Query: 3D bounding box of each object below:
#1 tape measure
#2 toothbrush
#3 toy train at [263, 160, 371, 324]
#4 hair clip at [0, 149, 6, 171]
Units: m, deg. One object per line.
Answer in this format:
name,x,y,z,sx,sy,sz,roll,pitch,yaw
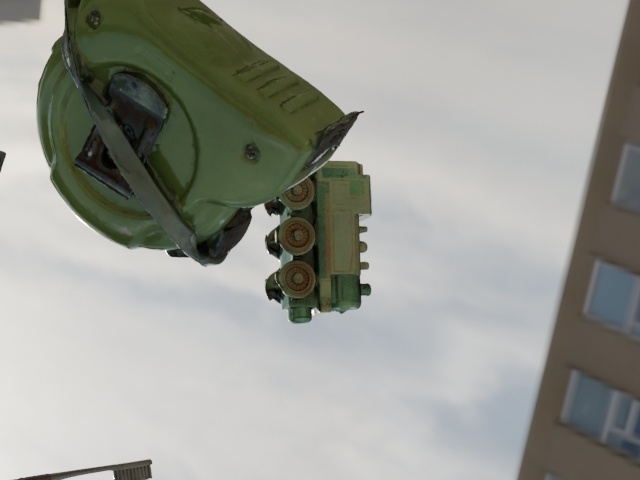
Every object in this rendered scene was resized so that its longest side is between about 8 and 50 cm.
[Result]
tape measure,-0.102,-0.075,0.916,0.200,0.175,0.106,39,-150,6
toothbrush,-0.406,0.339,1.945,0.353,0.029,0.024,-7,174,-11
toy train,0.000,0.000,1.641,0.125,0.194,0.081,0,172,-12
hair clip,-0.479,-0.126,1.754,0.195,0.124,0.052,14,-174,-39
